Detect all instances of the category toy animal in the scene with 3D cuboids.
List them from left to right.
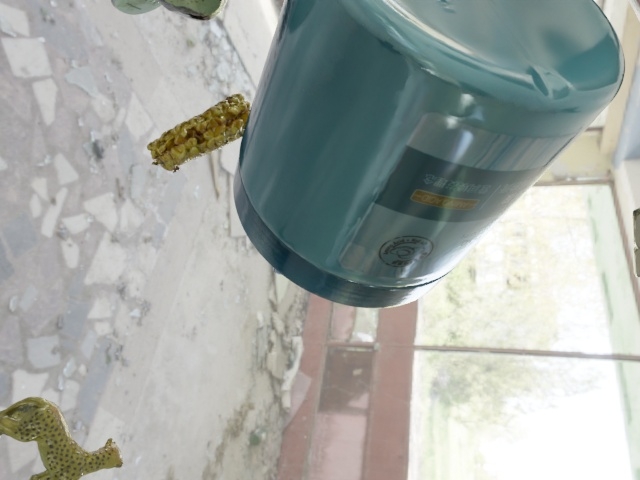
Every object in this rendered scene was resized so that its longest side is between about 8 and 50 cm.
[{"bbox_3d":[-0.385,0.279,0.752,0.181,0.136,0.073,63,-11,-7],"label":"toy animal"}]

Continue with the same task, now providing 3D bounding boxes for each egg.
[{"bbox_3d":[-0.133,-0.268,0.530,0.110,0.085,0.085,72,23,-63],"label":"egg"}]

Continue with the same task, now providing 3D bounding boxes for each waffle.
[{"bbox_3d":[-0.199,-0.179,0.899,0.070,0.197,0.193,62,-7,-13],"label":"waffle"}]

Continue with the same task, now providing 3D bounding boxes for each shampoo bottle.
[{"bbox_3d":[0.092,-0.145,0.611,0.342,0.331,0.331,119,-12,-50],"label":"shampoo bottle"}]

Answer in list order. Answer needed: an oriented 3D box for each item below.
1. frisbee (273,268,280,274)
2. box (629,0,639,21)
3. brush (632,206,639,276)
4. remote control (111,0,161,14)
[{"bbox_3d":[0.000,0.000,1.154,0.045,0.242,0.242,62,23,-11],"label":"frisbee"},{"bbox_3d":[0.343,-0.222,0.455,0.043,0.125,0.089,14,55,-55],"label":"box"},{"bbox_3d":[0.554,-0.001,0.891,0.282,0.054,0.048,38,51,-53],"label":"brush"},{"bbox_3d":[-0.239,-0.439,0.852,0.097,0.256,0.045,-7,81,-63],"label":"remote control"}]
